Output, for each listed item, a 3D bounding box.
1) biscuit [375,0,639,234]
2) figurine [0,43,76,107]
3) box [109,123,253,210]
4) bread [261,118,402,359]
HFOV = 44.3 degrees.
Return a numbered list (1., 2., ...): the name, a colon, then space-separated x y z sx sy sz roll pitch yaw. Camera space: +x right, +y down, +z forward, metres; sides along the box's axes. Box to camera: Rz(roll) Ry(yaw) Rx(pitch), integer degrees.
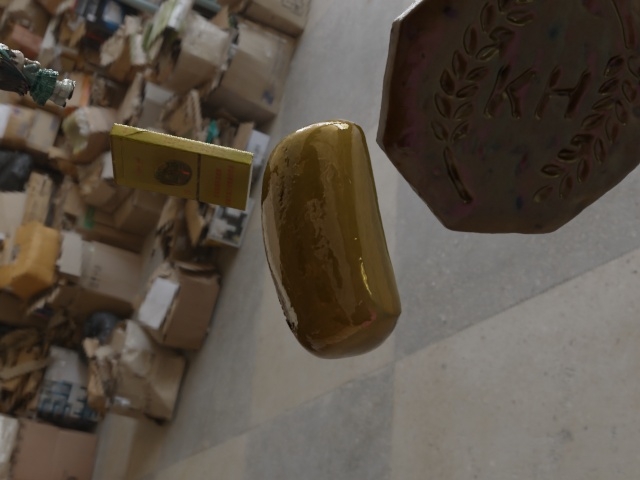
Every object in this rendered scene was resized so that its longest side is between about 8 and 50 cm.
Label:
1. biscuit: 0.232 -0.163 0.877 0.359 0.359 0.046 -65 22 14
2. figurine: -0.327 -0.178 0.865 0.060 0.106 0.047 -18 58 51
3. box: -0.155 -0.080 0.877 0.087 0.155 0.023 106 175 -57
4. bread: 0.000 0.000 0.715 0.147 0.098 0.217 136 124 -62
